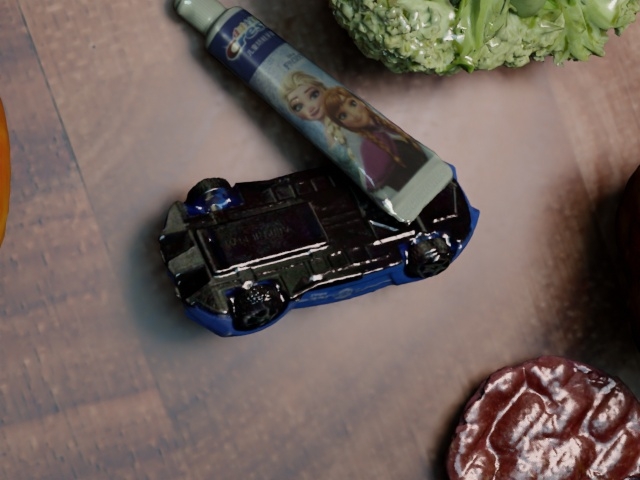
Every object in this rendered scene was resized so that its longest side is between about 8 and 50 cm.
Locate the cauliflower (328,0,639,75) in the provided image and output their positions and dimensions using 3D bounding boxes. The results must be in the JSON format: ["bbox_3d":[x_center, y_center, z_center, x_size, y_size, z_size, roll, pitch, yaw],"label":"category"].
[{"bbox_3d":[0.138,-0.235,1.038,0.272,0.250,0.275,7,91,-12],"label":"cauliflower"}]

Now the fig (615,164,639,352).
[{"bbox_3d":[0.313,0.023,1.138,0.274,0.145,0.170,7,60,-37],"label":"fig"}]

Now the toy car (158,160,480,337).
[{"bbox_3d":[0.000,0.000,1.080,0.216,0.063,0.103,-14,60,-22],"label":"toy car"}]

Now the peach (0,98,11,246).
[{"bbox_3d":[-0.339,-0.027,0.886,0.373,0.372,0.290,-52,132,-11],"label":"peach"}]

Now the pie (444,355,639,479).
[{"bbox_3d":[0.159,0.150,1.136,0.153,0.038,0.154,1,85,-12],"label":"pie"}]

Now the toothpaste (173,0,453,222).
[{"bbox_3d":[-0.009,-0.095,1.082,0.216,0.037,0.062,40,58,6],"label":"toothpaste"}]
